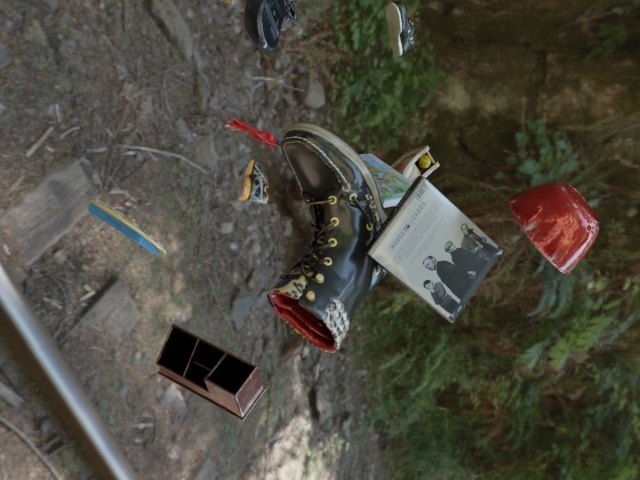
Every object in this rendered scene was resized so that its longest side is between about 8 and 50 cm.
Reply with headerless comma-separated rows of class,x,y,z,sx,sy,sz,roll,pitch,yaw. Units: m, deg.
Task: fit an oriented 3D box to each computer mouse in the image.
computer mouse,-0.143,-0.592,1.493,0.189,0.072,0.272,68,28,-49

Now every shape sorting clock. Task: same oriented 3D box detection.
shape sorting clock,-0.432,-0.032,1.292,0.040,0.206,0.206,-57,148,-10

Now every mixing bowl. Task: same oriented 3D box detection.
mixing bowl,0.443,-0.039,1.058,0.181,0.098,0.181,36,31,-25

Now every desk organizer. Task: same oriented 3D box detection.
desk organizer,-0.132,0.150,0.665,0.047,0.130,0.050,-51,150,-36

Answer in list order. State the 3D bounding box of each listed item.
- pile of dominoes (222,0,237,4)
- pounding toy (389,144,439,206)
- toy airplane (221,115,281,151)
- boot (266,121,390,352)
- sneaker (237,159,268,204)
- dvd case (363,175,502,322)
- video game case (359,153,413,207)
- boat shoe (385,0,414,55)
pile of dominoes,-0.209,-0.760,1.607,0.251,0.195,0.040,-56,164,-25
pounding toy,0.232,-0.209,1.765,0.269,0.154,0.155,-42,110,-15
toy airplane,-0.146,-0.237,1.274,0.151,0.151,0.028,27,86,-63
boot,0.000,0.000,1.076,0.284,0.138,0.377,-56,130,-30
sneaker,-0.198,-0.170,1.732,0.084,0.083,0.215,-59,-162,31
dvd case,0.219,0.020,1.092,0.238,0.029,0.179,38,85,-21
video game case,0.134,-0.149,1.385,0.212,0.193,0.023,-15,137,-52
boat shoe,0.151,-0.401,1.073,0.049,0.042,0.133,57,0,23
